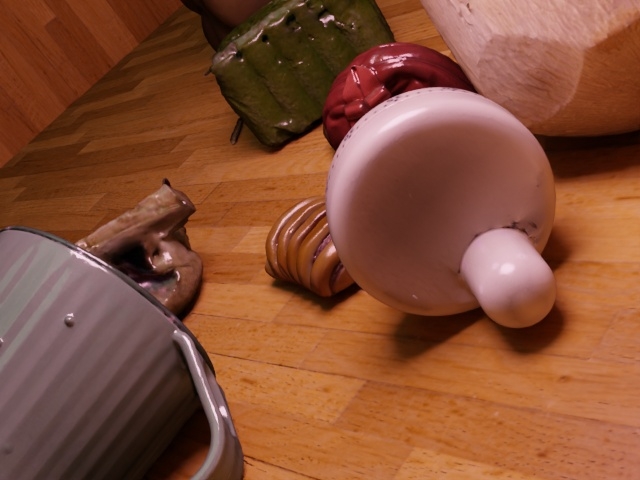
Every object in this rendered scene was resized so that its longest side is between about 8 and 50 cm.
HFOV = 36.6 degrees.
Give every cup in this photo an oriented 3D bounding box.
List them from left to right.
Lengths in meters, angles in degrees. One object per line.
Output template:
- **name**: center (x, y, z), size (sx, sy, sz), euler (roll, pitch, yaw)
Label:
- **cup**: center (-0.310, 0.209, 1.043), size (0.401, 0.310, 0.392), euler (-7, 43, 51)

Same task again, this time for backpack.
- **backpack**: center (0.107, -0.142, 1.198), size (0.229, 0.229, 0.139), euler (-20, 34, 33)

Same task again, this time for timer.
- **timer**: center (0.124, -0.029, 0.964), size (0.233, 0.233, 0.240), euler (-34, 22, 7)

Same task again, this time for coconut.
- **coconut**: center (0.298, -0.282, 1.071), size (0.346, 0.360, 0.346), euler (-33, -4, -2)

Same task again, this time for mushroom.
- **mushroom**: center (-0.281, 0.063, 1.480), size (0.292, 0.212, 0.217), euler (-44, -15, -6)

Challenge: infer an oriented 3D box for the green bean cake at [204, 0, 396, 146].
- **green bean cake**: center (-0.043, -0.358, 1.788), size (0.335, 0.218, 0.319), euler (-32, 25, 7)

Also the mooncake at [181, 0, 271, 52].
- **mooncake**: center (-0.192, -0.614, 2.175), size (0.262, 0.467, 0.467), euler (-35, 24, -5)

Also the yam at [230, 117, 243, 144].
- **yam**: center (-0.168, -0.224, 1.955), size (0.014, 0.014, 0.107), euler (-27, 26, 22)

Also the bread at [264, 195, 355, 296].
- **bread**: center (0.000, 0.000, 1.253), size (0.134, 0.081, 0.225), euler (-45, 26, -14)

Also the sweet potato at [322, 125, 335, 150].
- **sweet potato**: center (0.059, -0.149, 1.456), size (0.075, 0.075, 0.273), euler (-40, 21, -6)
